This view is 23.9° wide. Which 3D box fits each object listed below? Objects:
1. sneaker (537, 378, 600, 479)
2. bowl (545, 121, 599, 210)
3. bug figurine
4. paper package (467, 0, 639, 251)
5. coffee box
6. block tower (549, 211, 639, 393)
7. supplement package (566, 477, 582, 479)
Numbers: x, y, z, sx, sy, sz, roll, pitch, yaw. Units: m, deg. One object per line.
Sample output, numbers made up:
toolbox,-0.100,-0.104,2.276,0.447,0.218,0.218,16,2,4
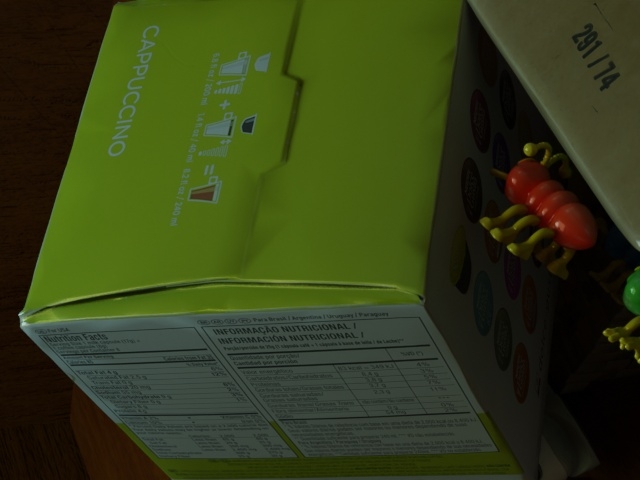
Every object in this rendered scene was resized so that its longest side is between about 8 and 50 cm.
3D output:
sneaker,0.166,0.181,1.491,0.122,0.146,0.330,56,-176,-3
bowl,0.171,-0.154,1.531,0.289,0.156,0.289,176,90,-68
bug figurine,0.243,0.028,1.141,0.072,0.279,0.216,-50,57,13
paper package,0.298,-0.161,1.064,0.309,0.168,0.325,-46,44,20
coffee box,0.000,0.000,1.295,0.334,0.338,0.337,57,-144,-50
block tower,0.298,0.006,1.336,0.335,0.097,0.091,116,142,-48
supplement package,0.200,0.380,1.476,0.199,0.198,0.262,177,87,-67
